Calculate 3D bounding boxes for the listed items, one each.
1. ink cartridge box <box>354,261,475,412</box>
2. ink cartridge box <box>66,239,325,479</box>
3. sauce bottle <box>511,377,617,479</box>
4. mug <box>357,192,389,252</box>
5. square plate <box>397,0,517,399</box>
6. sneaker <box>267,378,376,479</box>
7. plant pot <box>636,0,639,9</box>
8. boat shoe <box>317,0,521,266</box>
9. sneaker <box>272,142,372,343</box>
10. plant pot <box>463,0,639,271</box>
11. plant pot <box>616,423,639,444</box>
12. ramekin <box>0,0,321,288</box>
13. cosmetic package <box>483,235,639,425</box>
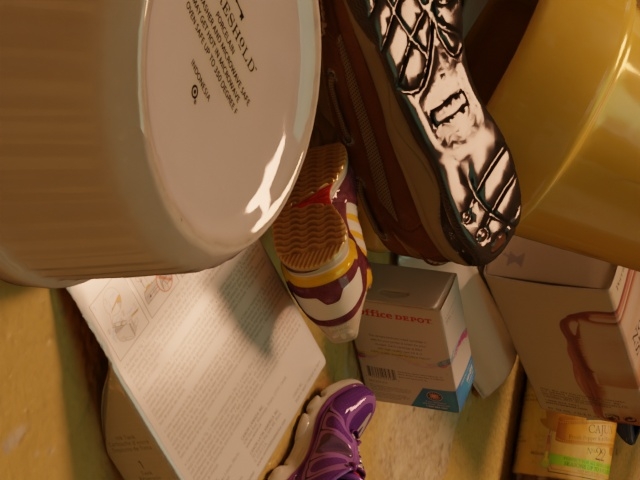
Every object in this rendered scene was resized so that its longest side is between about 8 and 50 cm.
[{"bbox_3d":[0.078,0.082,1.482,0.052,0.088,0.122,-61,148,-42],"label":"ink cartridge box"},{"bbox_3d":[-0.095,0.055,1.153,0.232,0.066,0.189,59,39,-23],"label":"ink cartridge box"},{"bbox_3d":[0.290,0.137,1.967,0.111,0.111,0.345,26,71,-66],"label":"sauce bottle"},{"bbox_3d":[0.043,-0.024,1.433,0.062,0.078,0.064,-107,-166,-53],"label":"mug"},{"bbox_3d":[0.179,-0.056,1.733,0.344,0.049,0.347,55,46,-58],"label":"square plate"},{"bbox_3d":[0.013,0.181,1.383,0.170,0.071,0.068,-60,148,-44],"label":"sneaker"},{"bbox_3d":[0.359,-0.210,1.698,0.305,0.333,0.334,43,53,-33],"label":"plant pot"},{"bbox_3d":[0.043,-0.126,1.315,0.122,0.120,0.324,-29,105,-46],"label":"boat shoe"},{"bbox_3d":[0.000,0.000,1.257,0.185,0.069,0.084,-87,162,-59],"label":"sneaker"},{"bbox_3d":[0.233,-0.092,1.484,0.254,0.239,0.254,-59,-170,17],"label":"plant pot"},{"bbox_3d":[0.507,0.147,2.339,0.236,0.212,0.236,-57,145,-46],"label":"plant pot"},{"bbox_3d":[-0.100,-0.102,0.963,0.273,0.127,0.273,-23,115,-62],"label":"ramekin"},{"bbox_3d":[0.269,0.053,1.743,0.296,0.129,0.153,58,45,-55],"label":"cosmetic package"}]
